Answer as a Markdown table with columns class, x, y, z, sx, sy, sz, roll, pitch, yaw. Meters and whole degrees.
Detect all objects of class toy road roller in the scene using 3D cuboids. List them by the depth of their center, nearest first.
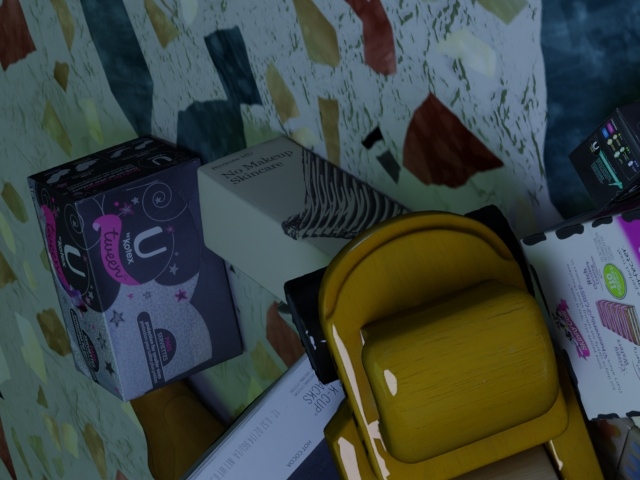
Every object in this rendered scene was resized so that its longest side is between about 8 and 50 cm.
| class | x | y | z | sx | sy | sz | roll | pitch | yaw |
| --- | --- | --- | --- | --- | --- | --- | --- | --- | --- |
| toy road roller | 0.109 | 0.138 | 1.551 | 0.240 | 0.203 | 0.329 | -142 | 32 | -81 |

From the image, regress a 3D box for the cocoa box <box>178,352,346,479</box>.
| class | x | y | z | sx | sy | sz | roll | pitch | yaw |
| --- | --- | --- | --- | --- | --- | --- | --- | --- | --- |
| cocoa box | -0.018 | 0.271 | 1.838 | 0.228 | 0.231 | 0.347 | 43 | 159 | 1 |

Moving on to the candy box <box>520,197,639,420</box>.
| class | x | y | z | sx | sy | sz | roll | pitch | yaw |
| --- | --- | --- | --- | --- | --- | --- | --- | --- | --- |
| candy box | 0.263 | 0.045 | 1.448 | 0.233 | 0.071 | 0.159 | -15 | 96 | 62 |

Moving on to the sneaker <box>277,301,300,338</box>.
| class | x | y | z | sx | sy | sz | roll | pitch | yaw |
| --- | --- | --- | --- | --- | --- | --- | --- | --- | --- |
| sneaker | 0.016 | 0.090 | 1.954 | 0.152 | 0.054 | 0.061 | 18 | 140 | 59 |

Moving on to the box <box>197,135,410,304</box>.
| class | x | y | z | sx | sy | sz | roll | pitch | yaw |
| --- | --- | --- | --- | --- | --- | --- | --- | --- | --- |
| box | 0.000 | 0.000 | 1.843 | 0.275 | 0.113 | 0.094 | 32 | 136 | 46 |

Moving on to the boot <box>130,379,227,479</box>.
| class | x | y | z | sx | sy | sz | roll | pitch | yaw |
| --- | --- | --- | --- | --- | --- | --- | --- | --- | --- |
| boot | -0.160 | 0.224 | 2.298 | 0.211 | 0.104 | 0.295 | 64 | 156 | 7 |

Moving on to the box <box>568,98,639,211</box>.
| class | x | y | z | sx | sy | sz | roll | pitch | yaw |
| --- | --- | --- | --- | --- | --- | --- | --- | --- | --- |
| box | 0.234 | -0.067 | 1.426 | 0.052 | 0.062 | 0.083 | 62 | 152 | 13 |

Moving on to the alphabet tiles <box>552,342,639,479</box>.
| class | x | y | z | sx | sy | sz | roll | pitch | yaw |
| --- | --- | --- | --- | --- | --- | --- | --- | --- | --- |
| alphabet tiles | 0.213 | 0.222 | 1.731 | 0.342 | 0.011 | 0.285 | 47 | 147 | 34 |

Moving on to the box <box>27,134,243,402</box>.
| class | x | y | z | sx | sy | sz | roll | pitch | yaw |
| --- | --- | --- | --- | --- | --- | --- | --- | --- | --- |
| box | -0.208 | 0.031 | 2.175 | 0.142 | 0.163 | 0.247 | 22 | 129 | 56 |
